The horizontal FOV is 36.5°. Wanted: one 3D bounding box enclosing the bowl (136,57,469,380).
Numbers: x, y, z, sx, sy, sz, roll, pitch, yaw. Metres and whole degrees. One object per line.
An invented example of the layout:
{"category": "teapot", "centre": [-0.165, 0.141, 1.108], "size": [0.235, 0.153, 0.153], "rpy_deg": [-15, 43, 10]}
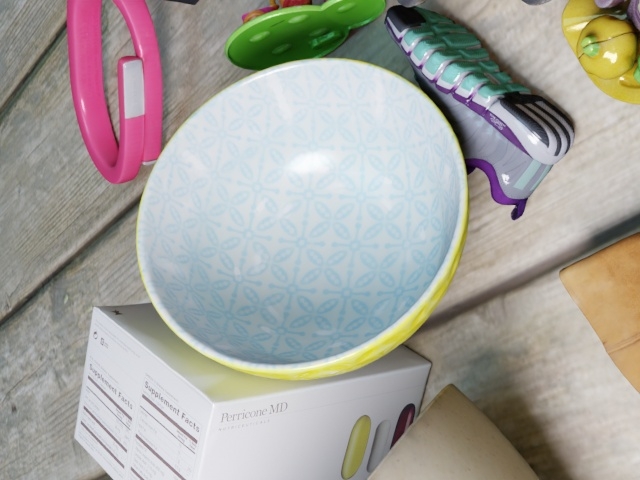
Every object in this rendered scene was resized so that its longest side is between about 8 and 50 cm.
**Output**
{"category": "bowl", "centre": [0.000, 0.000, 0.865], "size": [0.289, 0.156, 0.289], "rpy_deg": [-7, 64, 15]}

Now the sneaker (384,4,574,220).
{"category": "sneaker", "centre": [0.116, -0.117, 0.849], "size": [0.223, 0.083, 0.098], "rpy_deg": [51, 133, 34]}

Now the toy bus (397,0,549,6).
{"category": "toy bus", "centre": [0.124, -0.255, 0.733], "size": [0.333, 0.108, 0.130], "rpy_deg": [28, 139, 64]}

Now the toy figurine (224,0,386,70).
{"category": "toy figurine", "centre": [-0.031, -0.280, 0.985], "size": [0.173, 0.130, 0.159], "rpy_deg": [-19, 76, 25]}

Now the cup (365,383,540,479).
{"category": "cup", "centre": [0.097, 0.315, 0.752], "size": [0.237, 0.331, 0.331], "rpy_deg": [37, 122, 13]}

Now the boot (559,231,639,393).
{"category": "boot", "centre": [0.275, -0.036, 0.660], "size": [0.264, 0.096, 0.280], "rpy_deg": [55, 137, 7]}

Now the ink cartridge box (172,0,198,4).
{"category": "ink cartridge box", "centre": [-0.128, -0.372, 1.023], "size": [0.371, 0.176, 0.069], "rpy_deg": [-30, 65, 51]}

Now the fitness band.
{"category": "fitness band", "centre": [-0.272, -0.214, 1.270], "size": [0.209, 0.054, 0.291], "rpy_deg": [48, 142, 39]}

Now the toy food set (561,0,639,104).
{"category": "toy food set", "centre": [0.252, -0.191, 0.691], "size": [0.218, 0.071, 0.128], "rpy_deg": [-46, 59, 40]}

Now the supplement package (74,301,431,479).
{"category": "supplement package", "centre": [-0.064, 0.154, 0.930], "size": [0.204, 0.262, 0.145], "rpy_deg": [28, 113, 44]}
